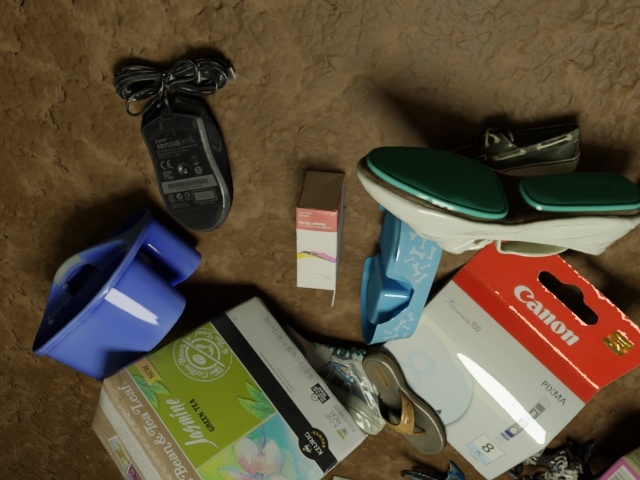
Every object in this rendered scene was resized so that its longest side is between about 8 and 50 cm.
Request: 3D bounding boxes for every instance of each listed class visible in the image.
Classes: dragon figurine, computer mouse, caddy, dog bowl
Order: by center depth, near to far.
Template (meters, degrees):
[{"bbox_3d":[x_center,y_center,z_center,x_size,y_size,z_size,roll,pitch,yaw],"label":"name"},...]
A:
[{"bbox_3d":[-0.200,-0.148,0.957,0.189,0.072,0.272,-3,114,15],"label":"computer mouse"},{"bbox_3d":[0.128,0.042,0.979,0.074,0.166,0.297,5,128,-7],"label":"dog bowl"},{"bbox_3d":[-0.369,0.088,1.057,0.179,0.241,0.341,38,124,-25],"label":"caddy"},{"bbox_3d":[0.286,0.567,1.384,0.144,0.085,0.289,-19,125,21],"label":"dragon figurine"}]

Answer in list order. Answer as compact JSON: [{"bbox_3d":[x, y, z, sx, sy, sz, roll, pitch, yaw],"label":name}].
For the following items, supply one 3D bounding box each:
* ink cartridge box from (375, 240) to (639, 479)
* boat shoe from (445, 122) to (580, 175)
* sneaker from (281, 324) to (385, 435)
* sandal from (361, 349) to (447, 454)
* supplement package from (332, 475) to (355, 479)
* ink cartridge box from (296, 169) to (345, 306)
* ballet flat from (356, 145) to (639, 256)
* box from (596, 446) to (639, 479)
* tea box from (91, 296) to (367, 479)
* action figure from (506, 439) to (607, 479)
[{"bbox_3d":[0.306,0.199,1.031,0.308,0.091,0.385,44,128,8],"label":"ink cartridge box"},{"bbox_3d":[0.259,-0.131,0.875,0.220,0.077,0.070,-7,126,6],"label":"boat shoe"},{"bbox_3d":[0.039,0.248,1.200,0.283,0.110,0.122,41,90,-4],"label":"sneaker"},{"bbox_3d":[0.141,0.297,1.085,0.090,0.060,0.219,-28,96,39],"label":"sandal"},{"bbox_3d":[0.132,0.737,1.472,0.263,0.198,0.199,11,127,2],"label":"supplement package"},{"bbox_3d":[0.000,0.000,0.993,0.067,0.115,0.198,5,127,6],"label":"ink cartridge box"},{"bbox_3d":[0.237,-0.034,0.824,0.401,0.139,0.139,5,129,-9],"label":"ballet flat"},{"bbox_3d":[0.629,0.475,1.154,0.243,0.117,0.213,-10,136,-30],"label":"box"},{"bbox_3d":[-0.163,0.333,1.056,0.329,0.324,0.220,49,139,15],"label":"tea box"},{"bbox_3d":[0.465,0.481,1.254,0.276,0.141,0.164,17,119,0],"label":"action figure"}]
